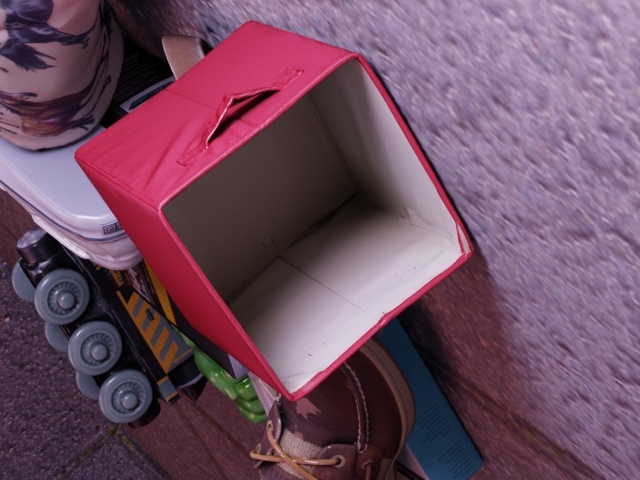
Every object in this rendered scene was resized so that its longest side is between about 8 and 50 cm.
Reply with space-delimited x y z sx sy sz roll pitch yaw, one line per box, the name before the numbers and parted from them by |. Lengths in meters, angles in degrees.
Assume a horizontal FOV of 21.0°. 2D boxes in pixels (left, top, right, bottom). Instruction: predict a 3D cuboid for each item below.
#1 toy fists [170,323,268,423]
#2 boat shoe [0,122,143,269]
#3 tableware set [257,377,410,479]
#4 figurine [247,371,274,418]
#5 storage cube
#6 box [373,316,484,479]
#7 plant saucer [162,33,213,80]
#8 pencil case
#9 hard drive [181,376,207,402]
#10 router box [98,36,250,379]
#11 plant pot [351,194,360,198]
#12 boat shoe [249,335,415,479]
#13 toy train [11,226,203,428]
toy fists | -0.128 0.110 2.124 0.279 0.096 0.142 59 163 -25
boat shoe | -0.290 -0.095 1.708 0.367 0.136 0.156 38 155 25
tableware set | 0.037 0.179 1.783 0.194 0.128 0.039 52 133 -2
figurine | -0.046 0.117 1.931 0.209 0.092 0.215 62 165 -8
storage cube | -0.038 -0.031 1.286 0.215 0.183 0.193 57 166 -26
box | 0.061 0.132 1.650 0.100 0.060 0.244 27 153 57
plant saucer | -0.077 -0.105 1.444 0.168 0.029 0.168 59 -174 -10
pencil case | -0.245 -0.232 1.439 0.410 0.159 0.184 106 164 -70
hard drive | -0.279 0.141 2.770 0.254 0.054 0.172 36 160 46
router box | -0.155 -0.041 1.748 0.243 0.081 0.309 35 150 47
plant pot | 0.000 0.000 1.461 0.083 0.079 0.083 47 165 17
boat shoe | 0.002 0.196 1.588 0.123 0.123 0.342 29 148 19
toy train | -0.276 0.096 2.339 0.142 0.190 0.334 30 152 59
